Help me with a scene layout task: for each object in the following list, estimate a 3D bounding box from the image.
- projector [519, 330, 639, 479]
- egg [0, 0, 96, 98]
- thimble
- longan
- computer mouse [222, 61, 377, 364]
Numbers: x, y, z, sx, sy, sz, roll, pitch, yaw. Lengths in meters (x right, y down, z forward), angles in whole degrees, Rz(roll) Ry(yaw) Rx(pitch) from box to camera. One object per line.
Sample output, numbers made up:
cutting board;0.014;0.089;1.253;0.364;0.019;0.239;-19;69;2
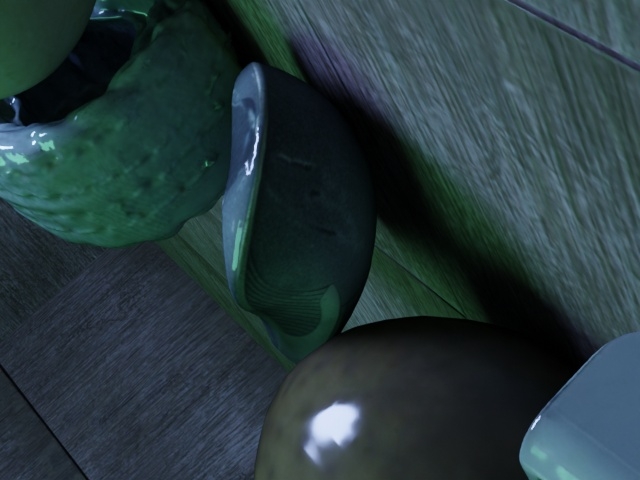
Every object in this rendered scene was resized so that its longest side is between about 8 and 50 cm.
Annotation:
projector;0.225;0.168;0.671;0.198;0.108;0.250;36;167;37
egg;-0.242;-0.219;0.916;0.186;0.187;0.253;-173;84;-77
thimble;-0.167;-0.103;1.048;0.172;0.250;0.205;55;-146;-50
longan;0.103;0.211;0.932;0.350;0.288;0.288;58;169;-11
computer mouse;0.000;0.000;0.976;0.090;0.167;0.379;1;160;7
